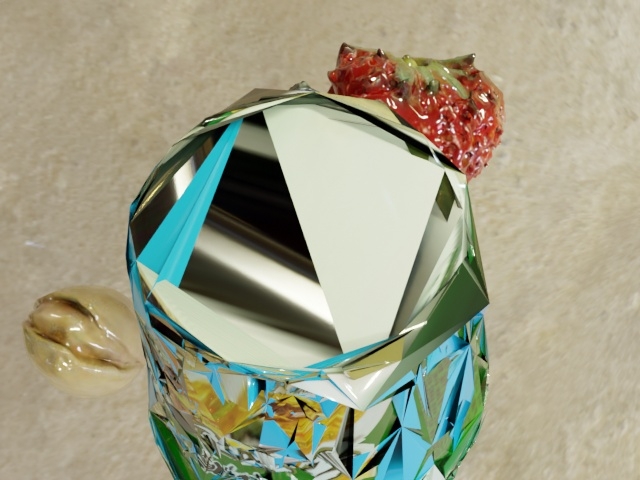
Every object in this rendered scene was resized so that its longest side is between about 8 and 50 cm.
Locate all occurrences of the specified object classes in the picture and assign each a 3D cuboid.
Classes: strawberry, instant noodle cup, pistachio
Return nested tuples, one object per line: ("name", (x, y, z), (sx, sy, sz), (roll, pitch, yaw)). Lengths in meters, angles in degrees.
("strawberry", (0.087, -0.100, 1.183), (0.184, 0.187, 0.201), (20, 112, 23))
("instant noodle cup", (-0.008, 0.036, 0.679), (0.240, 0.178, 0.240), (-2, 58, 4))
("pistachio", (-0.336, 0.141, 1.656), (0.181, 0.293, 0.162), (26, 85, 0))

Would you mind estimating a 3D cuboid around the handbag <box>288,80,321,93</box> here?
("handbag", (0.000, 0.000, 1.532), (0.329, 0.122, 0.303), (35, 81, -13))
